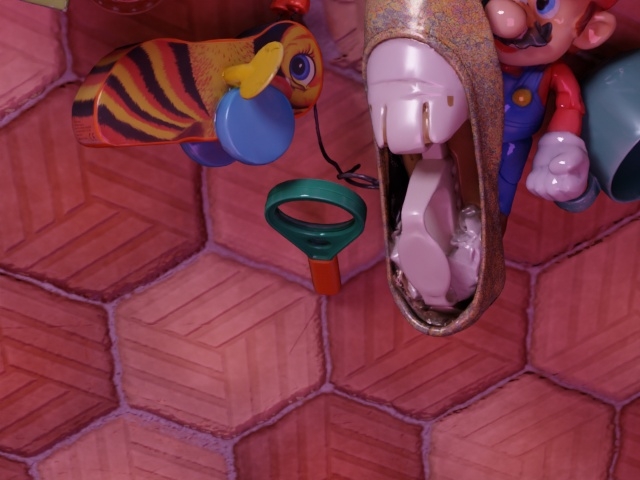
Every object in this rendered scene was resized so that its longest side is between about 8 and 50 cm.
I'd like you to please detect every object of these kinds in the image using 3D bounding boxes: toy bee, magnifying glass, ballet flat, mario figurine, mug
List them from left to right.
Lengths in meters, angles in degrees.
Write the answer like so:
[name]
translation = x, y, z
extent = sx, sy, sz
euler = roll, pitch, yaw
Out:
[toy bee]
translation = -0.070, -0.141, 1.135
extent = 0.298, 0.195, 0.162
euler = 8, 86, -54
[magnifying glass]
translation = 0.000, 0.000, 1.232
extent = 0.092, 0.026, 0.231
euler = 5, 155, 6
[ballet flat]
translation = 0.092, -0.070, 1.092
extent = 0.123, 0.123, 0.348
euler = -10, 118, 0
[mario figurine]
translation = 0.146, -0.144, 1.138
extent = 0.198, 0.170, 0.320
euler = 12, 123, -12
[mug]
translation = 0.276, -0.109, 1.196
extent = 0.158, 0.097, 0.129
euler = -21, 147, -25

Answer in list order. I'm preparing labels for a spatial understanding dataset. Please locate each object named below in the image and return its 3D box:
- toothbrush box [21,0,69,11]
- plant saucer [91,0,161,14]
[toothbrush box]
translation = -0.204, -0.342, 0.937
extent = 0.122, 0.206, 0.283
euler = 11, 121, -13
[plant saucer]
translation = -0.169, -0.236, 1.129
extent = 0.083, 0.013, 0.083
euler = -3, 124, -4
